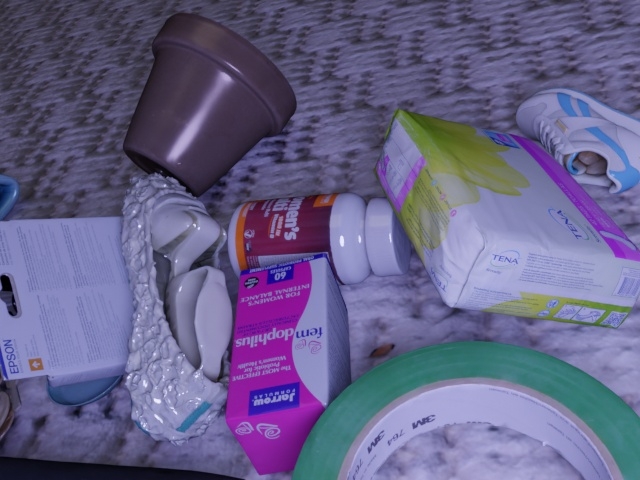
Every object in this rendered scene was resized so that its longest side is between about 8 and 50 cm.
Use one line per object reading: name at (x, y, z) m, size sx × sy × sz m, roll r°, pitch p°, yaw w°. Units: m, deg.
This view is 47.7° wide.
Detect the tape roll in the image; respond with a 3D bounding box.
tape roll at (0.133, 0.239, 0.616) m, size 0.321 × 0.077 × 0.321 m, roll -7°, pitch 47°, yaw 8°

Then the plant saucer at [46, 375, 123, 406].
plant saucer at (-0.306, 0.177, 0.966) m, size 0.119 × 0.021 × 0.119 m, roll -13°, pitch 39°, yaw 11°

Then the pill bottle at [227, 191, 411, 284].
pill bottle at (0.000, 0.000, 0.949) m, size 0.221 × 0.121 × 0.121 m, roll -4°, pitch 42°, yaw 21°

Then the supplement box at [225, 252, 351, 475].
supplement box at (-0.030, 0.135, 0.818) m, size 0.111 × 0.114 × 0.220 m, roll -12°, pitch 42°, yaw 10°

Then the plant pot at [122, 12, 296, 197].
plant pot at (-0.206, -0.203, 1.209) m, size 0.263 × 0.263 × 0.229 m, roll 20°, pitch 74°, yaw 40°

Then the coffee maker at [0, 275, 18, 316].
coffee maker at (-0.374, 0.056, 1.063) m, size 0.178 × 0.120 × 0.171 m, roll -3°, pitch 26°, yaw 28°

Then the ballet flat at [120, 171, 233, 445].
ballet flat at (-0.164, 0.050, 0.909) m, size 0.146 × 0.147 × 0.409 m, roll -17°, pitch 54°, yaw 5°

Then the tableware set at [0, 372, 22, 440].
tableware set at (-0.447, 0.218, 0.973) m, size 0.128 × 0.039 × 0.194 m, roll -41°, pitch 36°, yaw -4°

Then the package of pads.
package of pads at (0.202, -0.035, 0.835) m, size 0.229 × 0.101 × 0.297 m, roll 8°, pitch 33°, yaw -21°

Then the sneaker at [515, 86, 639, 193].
sneaker at (0.343, -0.138, 0.979) m, size 0.092 × 0.087 × 0.228 m, roll -36°, pitch 39°, yaw -14°

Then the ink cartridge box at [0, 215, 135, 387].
ink cartridge box at (-0.311, 0.071, 0.911) m, size 0.223 × 0.045 × 0.223 m, roll -2°, pitch 57°, yaw -40°

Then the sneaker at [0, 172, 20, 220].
sneaker at (-0.655, -0.019, 1.243) m, size 0.150 × 0.135 × 0.366 m, roll -9°, pitch 36°, yaw 22°

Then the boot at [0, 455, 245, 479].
boot at (-0.290, 0.235, 0.714) m, size 0.444 × 0.146 × 0.367 m, roll 2°, pitch 23°, yaw -1°
